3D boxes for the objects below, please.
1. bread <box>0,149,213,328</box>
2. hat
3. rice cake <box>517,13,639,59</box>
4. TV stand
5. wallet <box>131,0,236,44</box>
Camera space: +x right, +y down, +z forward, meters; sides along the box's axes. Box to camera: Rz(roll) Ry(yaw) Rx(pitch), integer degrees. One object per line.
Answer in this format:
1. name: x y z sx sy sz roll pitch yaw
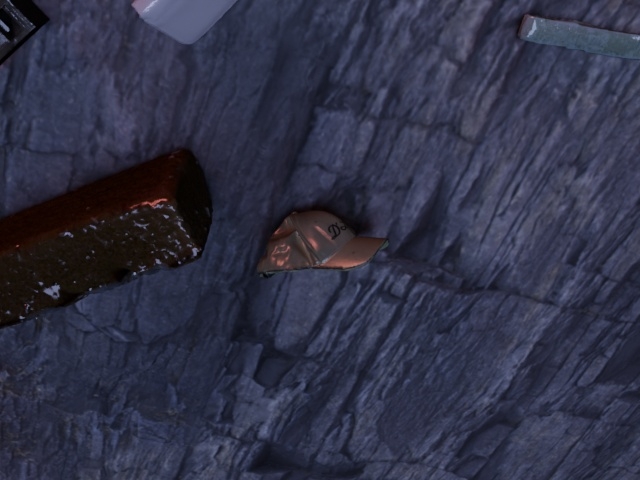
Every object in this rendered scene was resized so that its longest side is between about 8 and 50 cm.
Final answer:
1. bread: -0.340 0.018 0.735 0.416 0.165 0.113 -19 116 8
2. hat: 0.005 0.005 0.773 0.166 0.122 0.081 2 109 27
3. rice cake: 0.322 -0.245 0.695 0.170 0.029 0.033 7 118 -8
4. TV stand: -0.422 -0.188 0.666 0.256 0.049 0.040 -33 117 16
5. wallet: -0.106 -0.286 0.610 0.190 0.095 0.033 -36 76 16
